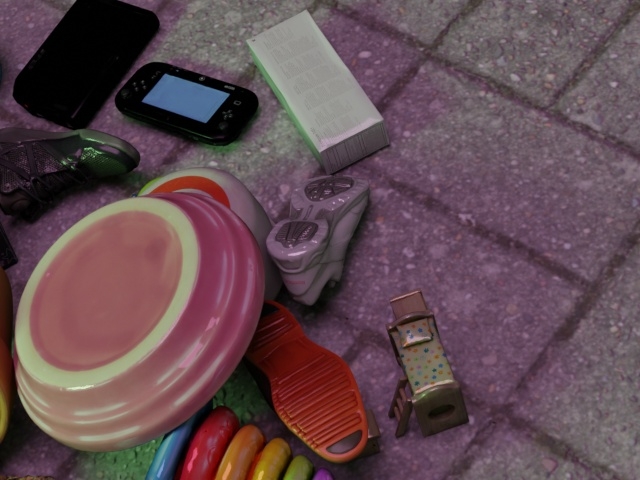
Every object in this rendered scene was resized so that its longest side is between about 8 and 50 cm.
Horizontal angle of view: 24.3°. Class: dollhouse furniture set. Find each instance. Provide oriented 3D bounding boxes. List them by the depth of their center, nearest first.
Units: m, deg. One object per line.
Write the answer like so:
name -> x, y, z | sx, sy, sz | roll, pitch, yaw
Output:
dollhouse furniture set -> 0.066, 0.141, 1.753 | 0.161, 0.101, 0.181 | -19, 55, 0

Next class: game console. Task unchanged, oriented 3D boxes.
game console -> -0.248, -0.229, 2.111 | 0.361, 0.044, 0.213 | 20, 64, 24

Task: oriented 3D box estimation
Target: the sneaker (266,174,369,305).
sneaker -> 0.000, 0.000, 1.874 | 0.090, 0.115, 0.232 | 7, 33, 24

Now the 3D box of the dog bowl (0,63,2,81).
dog bowl -> -0.594, -0.213, 2.165 | 0.297, 0.074, 0.166 | -36, 56, -11

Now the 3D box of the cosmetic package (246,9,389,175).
cosmetic package -> -0.005, -0.203, 2.024 | 0.099, 0.060, 0.239 | -26, 55, -7

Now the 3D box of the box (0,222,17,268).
box -> -0.529, -0.068, 1.998 | 0.142, 0.163, 0.247 | -27, 55, -9

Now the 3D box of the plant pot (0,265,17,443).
plant pot -> -0.496, 0.118, 1.815 | 0.291, 0.290, 0.203 | -3, 40, 11

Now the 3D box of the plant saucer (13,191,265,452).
plant saucer -> -0.224, 0.075, 1.697 | 0.332, 0.084, 0.332 | -18, 50, 22

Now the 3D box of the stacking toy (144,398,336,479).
stacking toy -> -0.039, 0.294, 1.668 | 0.302, 0.175, 0.165 | 18, 57, 8

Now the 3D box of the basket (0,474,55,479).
basket -> -0.373, 0.403, 1.579 | 0.223, 0.213, 0.299 | -6, 53, 38

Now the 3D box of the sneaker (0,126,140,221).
sneaker -> -0.356, -0.085, 2.018 | 0.228, 0.087, 0.130 | 3, 60, 19

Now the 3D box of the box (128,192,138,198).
box -> -0.276, 0.022, 1.940 | 0.054, 0.059, 0.169 | 34, 70, 31

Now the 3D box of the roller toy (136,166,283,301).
roller toy -> -0.146, 0.022, 1.857 | 0.191, 0.146, 0.209 | -3, 60, 23

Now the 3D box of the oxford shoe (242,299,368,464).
oxford shoe -> -0.016, 0.177, 1.729 | 0.097, 0.098, 0.271 | -25, 42, -11
